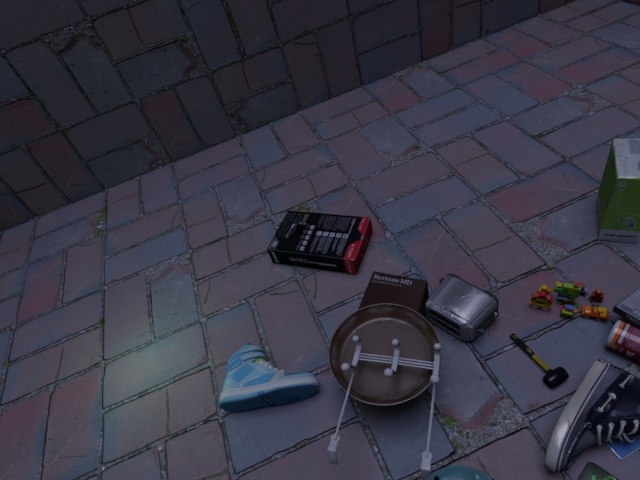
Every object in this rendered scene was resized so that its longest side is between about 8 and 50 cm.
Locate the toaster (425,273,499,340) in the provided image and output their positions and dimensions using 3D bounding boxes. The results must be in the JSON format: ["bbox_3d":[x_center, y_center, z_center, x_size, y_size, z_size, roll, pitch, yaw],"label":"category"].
[{"bbox_3d":[0.433,0.209,1.397,0.227,0.129,0.146,31,65,36],"label":"toaster"}]

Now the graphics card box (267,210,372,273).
[{"bbox_3d":[0.000,0.000,1.762,0.371,0.094,0.232,6,50,22],"label":"graphics card box"}]

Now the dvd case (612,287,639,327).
[{"bbox_3d":[0.968,0.201,1.242,0.239,0.029,0.179,-19,41,-31],"label":"dvd case"}]

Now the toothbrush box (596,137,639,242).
[{"bbox_3d":[1.004,-0.162,1.457,0.122,0.283,0.206,7,50,22],"label":"toothbrush box"}]

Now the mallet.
[{"bbox_3d":[0.630,0.335,1.279,0.062,0.039,0.189,-23,41,-2],"label":"mallet"}]

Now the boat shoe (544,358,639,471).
[{"bbox_3d":[0.693,0.449,1.078,0.158,0.127,0.340,23,57,43],"label":"boat shoe"}]

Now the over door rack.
[{"bbox_3d":[0.164,0.383,1.077,0.240,0.108,0.324,2,49,19],"label":"over door rack"}]

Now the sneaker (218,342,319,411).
[{"bbox_3d":[-0.165,0.408,1.401,0.319,0.127,0.208,-11,46,6],"label":"sneaker"}]

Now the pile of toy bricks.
[{"bbox_3d":[0.762,0.164,1.348,0.212,0.105,0.118,10,51,26],"label":"pile of toy bricks"}]

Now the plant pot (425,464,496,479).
[{"bbox_3d":[0.316,0.610,0.920,0.272,0.255,0.271,-20,35,15],"label":"plant pot"}]

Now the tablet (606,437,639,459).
[{"bbox_3d":[0.755,0.500,1.097,0.083,0.006,0.054,-26,45,-9],"label":"tablet"}]

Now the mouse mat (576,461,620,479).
[{"bbox_3d":[0.648,0.629,1.009,0.190,0.007,0.153,-41,49,-22],"label":"mouse mat"}]

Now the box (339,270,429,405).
[{"bbox_3d":[0.205,0.293,1.384,0.191,0.143,0.381,8,49,24],"label":"box"}]

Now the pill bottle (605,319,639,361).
[{"bbox_3d":[0.875,0.288,1.206,0.152,0.086,0.086,27,60,36],"label":"pill bottle"}]

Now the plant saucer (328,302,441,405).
[{"bbox_3d":[0.178,0.318,1.239,0.311,0.050,0.310,-8,46,8],"label":"plant saucer"}]
